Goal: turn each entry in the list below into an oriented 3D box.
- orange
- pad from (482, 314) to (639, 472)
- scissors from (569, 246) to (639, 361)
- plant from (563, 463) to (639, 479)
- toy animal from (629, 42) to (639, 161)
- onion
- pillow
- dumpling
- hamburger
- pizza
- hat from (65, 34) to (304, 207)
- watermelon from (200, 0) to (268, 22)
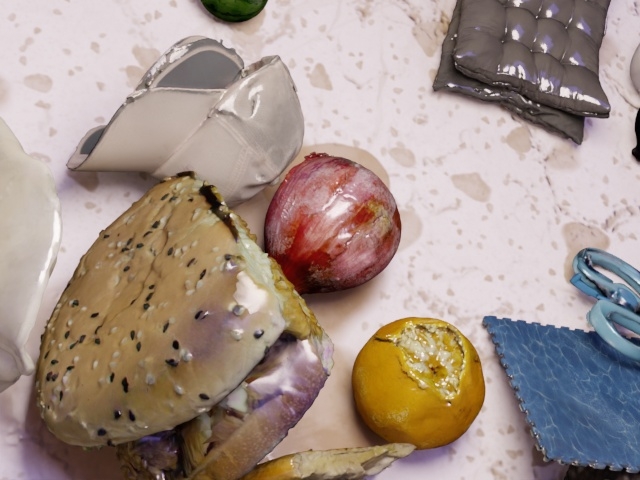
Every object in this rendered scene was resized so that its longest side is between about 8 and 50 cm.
[{"bbox_3d":[0.114,0.160,1.273,0.154,0.134,0.155,7,72,-21],"label":"orange"},{"bbox_3d":[0.341,0.182,1.324,0.269,0.012,0.270,9,31,-16],"label":"pad"},{"bbox_3d":[0.479,0.132,1.444,0.393,0.032,0.180,26,37,-15],"label":"scissors"},{"bbox_3d":[0.411,0.340,1.285,0.274,0.149,0.146,32,65,-2],"label":"plant"},{"bbox_3d":[0.526,-0.215,1.552,0.187,0.165,0.235,13,63,-15],"label":"toy animal"},{"bbox_3d":[0.000,0.000,1.295,0.159,0.159,0.195,39,70,0],"label":"onion"},{"bbox_3d":[0.296,-0.310,1.553,0.228,0.101,0.326,20,61,-9],"label":"pillow"},{"bbox_3d":[-0.357,-0.003,1.129,0.187,0.243,0.318,5,72,-47],"label":"dumpling"},{"bbox_3d":[-0.139,0.104,1.120,0.277,0.318,0.195,-46,123,0],"label":"hamburger"},{"bbox_3d":[-0.011,0.252,1.190,0.262,0.181,0.034,2,64,-44],"label":"pizza"},{"bbox_3d":[-0.143,-0.113,1.252,0.275,0.232,0.161,-11,72,-41],"label":"hat"},{"bbox_3d":[-0.112,-0.326,1.424,0.109,0.109,0.109,7,66,-16],"label":"watermelon"}]
